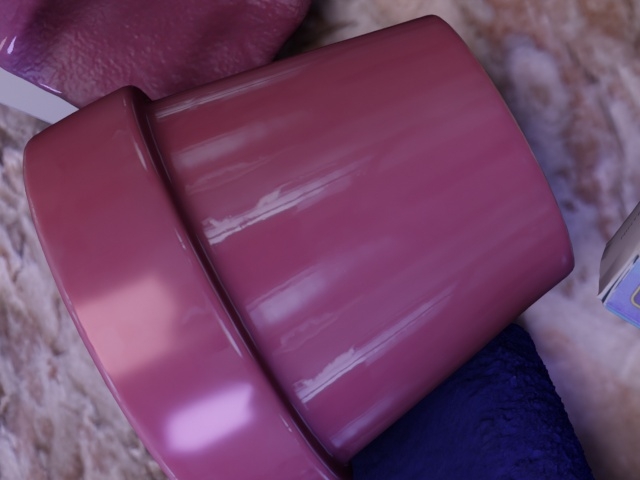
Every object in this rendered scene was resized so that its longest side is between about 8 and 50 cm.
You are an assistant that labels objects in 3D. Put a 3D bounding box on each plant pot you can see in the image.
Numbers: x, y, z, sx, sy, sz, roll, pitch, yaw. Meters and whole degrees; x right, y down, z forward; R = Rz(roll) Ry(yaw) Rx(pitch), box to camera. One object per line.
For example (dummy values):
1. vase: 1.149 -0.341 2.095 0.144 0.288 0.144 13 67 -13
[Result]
1. plant pot: 0.000 0.000 0.505 0.180 0.201 0.201 -29 81 2

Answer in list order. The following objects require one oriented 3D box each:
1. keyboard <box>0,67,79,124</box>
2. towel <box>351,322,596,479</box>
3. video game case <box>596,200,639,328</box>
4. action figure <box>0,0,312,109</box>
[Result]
1. keyboard: -0.207 -0.125 0.711 0.256 0.014 0.072 22 111 25
2. towel: 0.050 0.194 0.473 0.076 0.308 0.227 31 113 -21
3. video game case: 0.273 -0.012 0.377 0.269 0.061 0.244 31 116 1
4. action figure: -0.020 -0.214 0.530 0.370 0.248 0.275 -41 50 27
